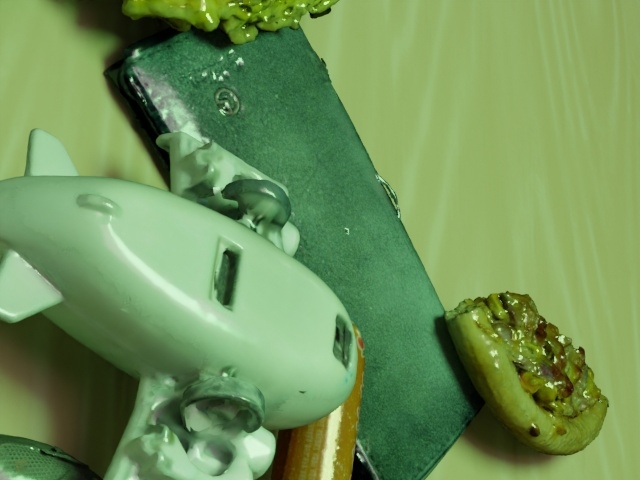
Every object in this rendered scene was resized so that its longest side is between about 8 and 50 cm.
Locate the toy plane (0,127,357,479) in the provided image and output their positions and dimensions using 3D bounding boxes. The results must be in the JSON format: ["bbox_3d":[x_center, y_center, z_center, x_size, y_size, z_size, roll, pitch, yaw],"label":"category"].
[{"bbox_3d":[-0.092,0.037,0.801,0.267,0.123,0.266,22,51,-30],"label":"toy plane"}]

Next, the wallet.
[{"bbox_3d":[0.000,0.000,1.004,0.191,0.046,0.379,-36,100,-48],"label":"wallet"}]

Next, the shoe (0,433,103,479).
[{"bbox_3d":[-0.120,0.166,0.767,0.194,0.077,0.074,43,46,-25],"label":"shoe"}]

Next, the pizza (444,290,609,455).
[{"bbox_3d":[0.177,0.111,1.098,0.246,0.058,0.127,47,32,-38],"label":"pizza"}]

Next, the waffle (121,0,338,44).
[{"bbox_3d":[-0.076,-0.267,1.007,0.312,0.060,0.307,8,57,-30],"label":"waffle"}]

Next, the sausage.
[{"bbox_3d":[-0.014,0.201,0.855,0.053,0.053,0.347,28,61,-36],"label":"sausage"}]
